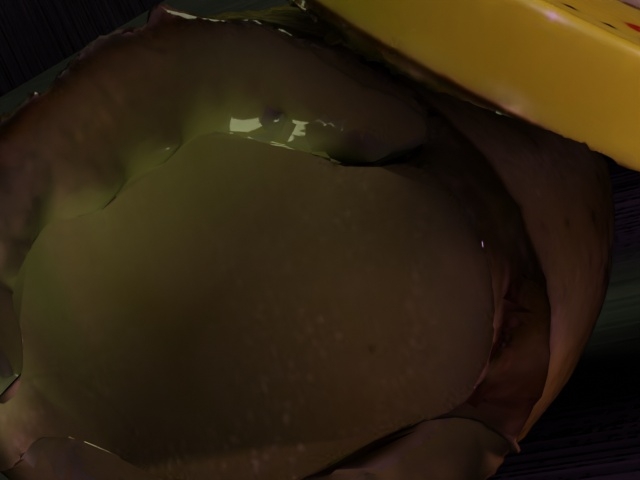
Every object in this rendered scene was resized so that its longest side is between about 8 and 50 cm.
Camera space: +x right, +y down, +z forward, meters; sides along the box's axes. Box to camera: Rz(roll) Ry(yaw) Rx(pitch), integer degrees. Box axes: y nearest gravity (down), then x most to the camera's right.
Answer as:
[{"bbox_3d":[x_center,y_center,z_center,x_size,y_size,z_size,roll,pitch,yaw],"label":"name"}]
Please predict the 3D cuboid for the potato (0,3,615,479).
[{"bbox_3d":[0.000,0.000,0.768,0.285,0.242,0.242,-35,4,39],"label":"potato"}]

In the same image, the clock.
[{"bbox_3d":[0.116,-0.082,0.678,0.293,0.071,0.277,9,22,-38],"label":"clock"}]
